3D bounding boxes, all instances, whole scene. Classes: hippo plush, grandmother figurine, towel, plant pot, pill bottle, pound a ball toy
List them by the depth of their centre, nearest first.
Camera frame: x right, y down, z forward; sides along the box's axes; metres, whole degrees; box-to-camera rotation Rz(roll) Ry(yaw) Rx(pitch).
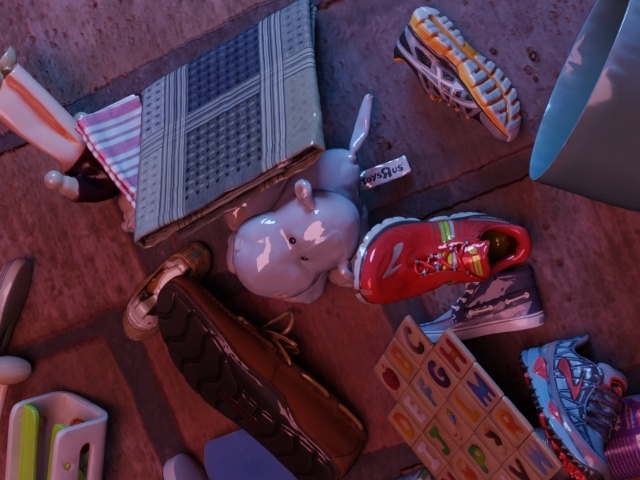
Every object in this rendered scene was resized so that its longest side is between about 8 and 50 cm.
[{"bbox_3d":[0.420,-0.162,1.625,0.235,0.293,0.293,22,110,-2],"label":"plant pot"},{"bbox_3d":[0.000,0.000,1.806,0.294,0.236,0.234,-27,111,9],"label":"hippo plush"},{"bbox_3d":[0.386,0.273,1.826,0.193,0.108,0.108,-17,96,22],"label":"pill bottle"},{"bbox_3d":[-0.123,-0.156,1.834,0.312,0.324,0.056,-26,133,23],"label":"towel"},{"bbox_3d":[-0.254,-0.113,1.948,0.029,0.144,0.197,-37,90,34],"label":"towel"},{"bbox_3d":[-0.347,-0.126,1.956,0.342,0.208,0.104,38,128,-16],"label":"grandmother figurine"},{"bbox_3d":[-0.435,0.354,2.151,0.208,0.135,0.319,21,111,38],"label":"pound a ball toy"}]

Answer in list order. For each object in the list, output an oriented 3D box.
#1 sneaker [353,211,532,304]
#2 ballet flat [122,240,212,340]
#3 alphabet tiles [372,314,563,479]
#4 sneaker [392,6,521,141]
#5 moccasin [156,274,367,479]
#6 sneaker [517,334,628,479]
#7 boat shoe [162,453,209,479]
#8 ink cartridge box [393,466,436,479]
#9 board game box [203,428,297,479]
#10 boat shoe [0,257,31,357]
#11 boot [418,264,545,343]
[{"bbox_3d":[0.163,0.017,1.754,0.118,0.279,0.107,10,112,51],"label":"sneaker"},{"bbox_3d":[-0.245,0.080,2.034,0.073,0.067,0.206,43,113,6],"label":"ballet flat"},{"bbox_3d":[0.200,0.270,1.834,0.342,0.011,0.285,51,150,16],"label":"alphabet tiles"},{"bbox_3d":[0.184,-0.212,1.807,0.215,0.084,0.083,50,127,7],"label":"sneaker"},{"bbox_3d":[-0.083,0.190,1.970,0.380,0.147,0.139,40,133,3],"label":"moccasin"},{"bbox_3d":[0.342,0.207,1.754,0.125,0.262,0.104,-25,125,9],"label":"sneaker"},{"bbox_3d":[-0.190,0.478,2.095,0.102,0.108,0.301,-20,102,22],"label":"boat shoe"},{"bbox_3d":[0.160,0.445,1.976,0.109,0.062,0.209,-29,92,23],"label":"ink cartridge box"},{"bbox_3d":[-0.094,0.342,2.063,0.168,0.033,0.133,-24,99,28],"label":"board game box"},{"bbox_3d":[-0.528,0.117,2.140,0.081,0.079,0.228,28,114,7],"label":"boat shoe"},{"bbox_3d":[0.212,0.090,1.876,0.190,0.069,0.086,-12,92,14],"label":"boot"}]
